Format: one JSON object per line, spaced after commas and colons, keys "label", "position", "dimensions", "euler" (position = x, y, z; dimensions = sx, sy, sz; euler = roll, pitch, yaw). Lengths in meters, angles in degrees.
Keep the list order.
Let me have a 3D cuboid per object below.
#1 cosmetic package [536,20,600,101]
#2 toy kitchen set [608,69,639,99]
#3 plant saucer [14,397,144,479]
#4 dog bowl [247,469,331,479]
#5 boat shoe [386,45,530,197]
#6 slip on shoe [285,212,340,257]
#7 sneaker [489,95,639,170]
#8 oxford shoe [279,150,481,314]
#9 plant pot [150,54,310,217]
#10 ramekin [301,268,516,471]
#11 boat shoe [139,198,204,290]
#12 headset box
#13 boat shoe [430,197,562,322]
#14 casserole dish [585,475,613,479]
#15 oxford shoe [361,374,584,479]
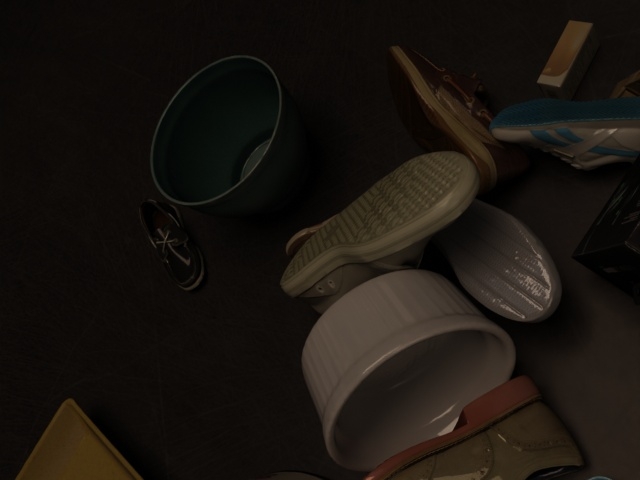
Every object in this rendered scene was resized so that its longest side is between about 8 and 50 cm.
{"label": "cosmetic package", "position": [0.387, -0.276, 1.086], "dimensions": [0.041, 0.060, 0.115], "euler": [24, 82, 38]}
{"label": "toy kitchen set", "position": [0.459, -0.190, 0.998], "dimensions": [0.068, 0.083, 0.075], "euler": [29, 86, -3]}
{"label": "plant saucer", "position": [-0.442, 0.514, 1.265], "dimensions": [0.332, 0.081, 0.333], "euler": [29, 87, 38]}
{"label": "dog bowl", "position": [-0.093, 0.531, 0.982], "dimensions": [0.407, 0.150, 0.408], "euler": [-15, 61, 28]}
{"label": "boat shoe", "position": [0.221, -0.214, 1.149], "dimensions": [0.123, 0.123, 0.342], "euler": [-21, 50, -11]}
{"label": "slip on shoe", "position": [0.000, 0.000, 1.226], "dimensions": [0.135, 0.051, 0.041], "euler": [-26, 54, 12]}
{"label": "sneaker", "position": [0.358, -0.149, 1.002], "dimensions": [0.228, 0.092, 0.087], "euler": [6, 39, 24]}
{"label": "oxford shoe", "position": [0.092, 0.007, 1.013], "dimensions": [0.449, 0.130, 0.169], "euler": [-37, 18, 54]}
{"label": "plant pot", "position": [-0.139, -0.163, 1.296], "dimensions": [0.293, 0.196, 0.293], "euler": [-14, 62, 29]}
{"label": "ramekin", "position": [0.109, 0.169, 0.940], "dimensions": [0.277, 0.277, 0.135], "euler": [-42, 45, 11]}
{"label": "boat shoe", "position": [-0.305, 0.007, 1.406], "dimensions": [0.084, 0.079, 0.233], "euler": [-40, 54, 10]}
{"label": "headset box", "position": [0.439, -0.051, 0.814], "dimensions": [0.131, 0.246, 0.283], "euler": [35, 89, 9]}
{"label": "boat shoe", "position": [0.238, -0.001, 1.020], "dimensions": [0.121, 0.119, 0.335], "euler": [-53, 45, 15]}
{"label": "casserole dish", "position": [0.361, 0.371, 0.826], "dimensions": [0.114, 0.037, 0.188], "euler": [-48, 51, 7]}
{"label": "oxford shoe", "position": [0.149, 0.325, 0.857], "dimensions": [0.397, 0.140, 0.146], "euler": [-33, 61, -11]}
